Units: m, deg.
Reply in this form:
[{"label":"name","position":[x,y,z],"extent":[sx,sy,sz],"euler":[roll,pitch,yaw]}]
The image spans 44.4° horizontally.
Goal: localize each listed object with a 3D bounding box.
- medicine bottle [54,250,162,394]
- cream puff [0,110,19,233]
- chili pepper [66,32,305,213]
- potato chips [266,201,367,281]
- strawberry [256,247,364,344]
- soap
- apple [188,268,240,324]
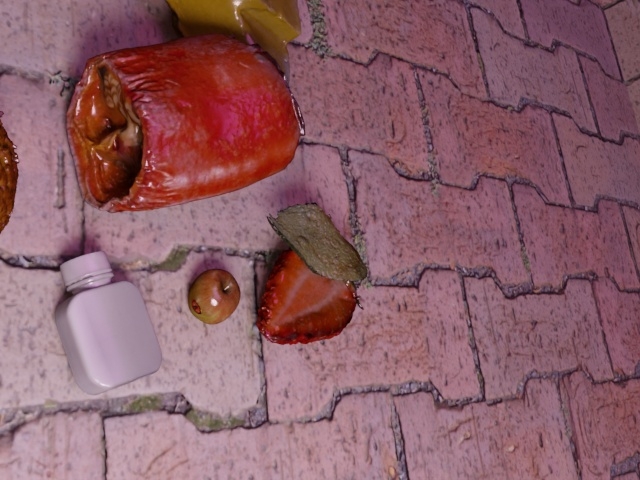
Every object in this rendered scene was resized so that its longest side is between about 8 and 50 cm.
[{"label":"medicine bottle","position":[-0.296,0.111,1.072],"extent":[0.119,0.069,0.183],"euler":[-17,86,-44]},{"label":"cream puff","position":[-0.483,-0.082,0.878],"extent":[0.303,0.212,0.303],"euler":[13,69,-38]},{"label":"chili pepper","position":[-0.208,-0.183,1.172],"extent":[0.305,0.229,0.252],"euler":[-20,97,-47]},{"label":"potato chips","position":[0.000,0.000,1.306],"extent":[0.209,0.026,0.142],"euler":[13,57,-39]},{"label":"strawberry","position":[-0.029,0.114,1.294],"extent":[0.174,0.098,0.228],"euler":[42,43,-15]},{"label":"soap","position":[-0.191,-0.402,1.280],"extent":[0.338,0.169,0.305],"euler":[28,48,-48]},{"label":"apple","position":[-0.165,0.086,1.206],"extent":[0.084,0.071,0.084],"euler":[29,49,-39]}]
